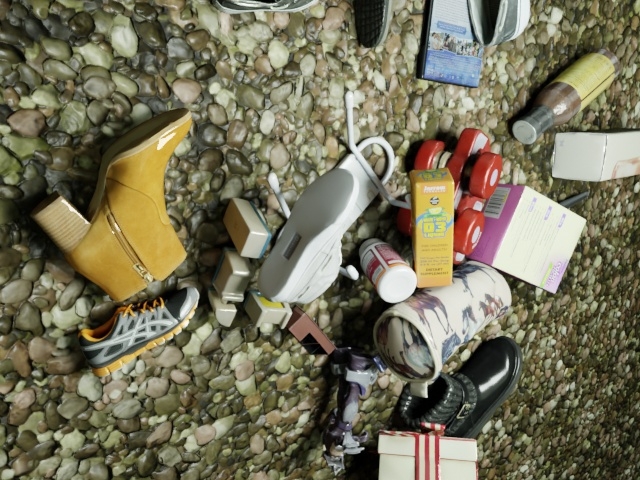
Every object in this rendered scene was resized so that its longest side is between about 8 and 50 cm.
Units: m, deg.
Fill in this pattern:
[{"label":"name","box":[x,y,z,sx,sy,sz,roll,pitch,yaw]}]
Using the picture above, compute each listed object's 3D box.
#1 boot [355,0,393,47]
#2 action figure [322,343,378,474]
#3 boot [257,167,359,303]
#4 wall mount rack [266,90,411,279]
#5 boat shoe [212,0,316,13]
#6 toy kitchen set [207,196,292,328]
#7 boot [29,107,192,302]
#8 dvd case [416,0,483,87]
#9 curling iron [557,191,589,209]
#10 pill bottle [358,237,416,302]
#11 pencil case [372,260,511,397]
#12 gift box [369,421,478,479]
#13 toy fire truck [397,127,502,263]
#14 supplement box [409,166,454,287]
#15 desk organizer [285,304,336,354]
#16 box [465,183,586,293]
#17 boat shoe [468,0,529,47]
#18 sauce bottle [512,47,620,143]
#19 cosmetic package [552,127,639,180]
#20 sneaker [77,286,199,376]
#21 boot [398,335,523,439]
[{"label":"boot","box":[0.156,-0.500,0.926,0.161,0.083,0.247,-9,110,-36]},{"label":"action figure","box":[0.059,0.386,1.063,0.099,0.185,0.285,10,92,-15]},{"label":"boot","box":[0.000,0.000,0.829,0.258,0.095,0.123,-54,146,12]},{"label":"wall mount rack","box":[0.035,-0.099,0.930,0.350,0.130,0.304,-49,123,-12]},{"label":"boat shoe","box":[-0.073,-0.426,0.805,0.219,0.070,0.078,-24,115,-24]},{"label":"toy kitchen set","box":[-0.115,0.049,0.909,0.166,0.122,0.207,11,118,-34]},{"label":"boot","box":[-0.278,-0.053,0.776,0.295,0.104,0.211,-41,126,-10]},{"label":"dvd case","box":[0.300,-0.478,1.053,0.180,0.022,0.253,-3,105,-30]},{"label":"curling iron","box":[0.692,-0.078,1.401,0.274,0.035,0.068,-32,115,-20]},{"label":"pill bottle","box":[0.137,0.057,1.015,0.086,0.152,0.086,-7,120,-13]},{"label":"pencil case","box":[0.290,0.177,1.086,0.410,0.159,0.184,-21,107,-45]},{"label":"gift box","box":[0.240,0.582,1.129,0.255,0.276,0.258,72,23,-54]},{"label":"toy fire truck","box":[0.324,-0.096,1.112,0.253,0.169,0.302,8,100,-58]},{"label":"supplement box","box":[0.222,-0.023,0.953,0.077,0.080,0.234,-4,116,7]},{"label":"desk organizer","box":[-0.025,0.203,1.027,0.050,0.047,0.130,-44,121,-12]},{"label":"box","box":[0.536,-0.006,1.254,0.242,0.117,0.214,21,92,-24]},{"label":"boat shoe","box":[0.354,-0.566,0.974,0.119,0.121,0.335,-38,121,-22]},{"label":"sauce bottle","box":[0.633,-0.373,1.237,0.344,0.111,0.111,-37,120,-18]},{"label":"cosmetic package","box":[0.825,-0.251,1.367,0.296,0.153,0.129,-10,107,-28]},{"label":"sneaker","box":[-0.307,0.140,0.814,0.214,0.084,0.083,-35,114,-18]},{"label":"boot","box":[0.385,0.379,1.281,0.260,0.131,0.348,35,84,-34]}]
